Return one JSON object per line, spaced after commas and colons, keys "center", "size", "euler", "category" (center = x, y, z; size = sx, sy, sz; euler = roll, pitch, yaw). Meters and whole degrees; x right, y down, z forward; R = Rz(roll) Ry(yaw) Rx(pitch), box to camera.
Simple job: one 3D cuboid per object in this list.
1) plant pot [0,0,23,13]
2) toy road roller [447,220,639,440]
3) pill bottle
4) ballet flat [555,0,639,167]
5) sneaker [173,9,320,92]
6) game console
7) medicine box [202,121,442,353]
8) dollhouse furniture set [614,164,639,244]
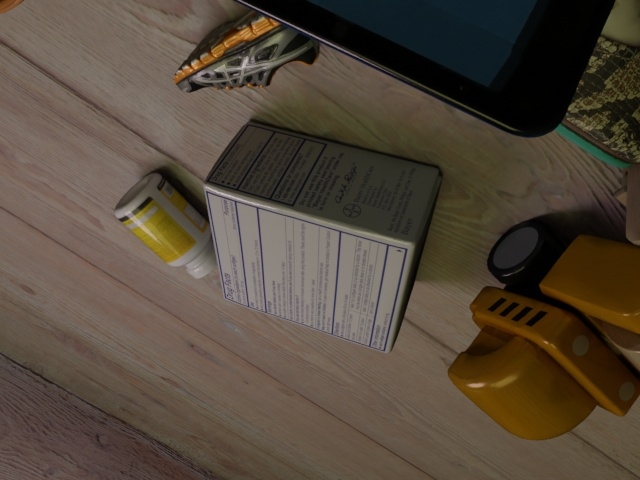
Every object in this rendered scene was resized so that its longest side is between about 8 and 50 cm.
{"center": [-0.324, -0.391, 0.529], "size": [0.291, 0.203, 0.291], "euler": [16, 142, 13], "category": "plant pot"}
{"center": [0.308, 0.138, 0.694], "size": [0.202, 0.240, 0.329], "euler": [41, 174, -19], "category": "toy road roller"}
{"center": [-0.255, -0.020, 1.000], "size": [0.103, 0.103, 0.184], "euler": [-16, 125, 41], "category": "pill bottle"}
{"center": [0.137, -0.242, 0.495], "size": [0.482, 0.164, 0.182], "euler": [31, 132, -1], "category": "ballet flat"}
{"center": [-0.095, -0.219, 0.702], "size": [0.215, 0.084, 0.083], "euler": [-12, 134, 37], "category": "sneaker"}
{"center": [0.075, -0.251, 0.345], "size": [0.293, 0.173, 0.250], "euler": [27, 129, 6], "category": "game console"}
{"center": [0.000, 0.000, 0.844], "size": [0.289, 0.149, 0.263], "euler": [17, 141, 12], "category": "medicine box"}
{"center": [0.525, 0.007, 0.540], "size": [0.355, 0.174, 0.303], "euler": [36, 141, -12], "category": "dollhouse furniture set"}
